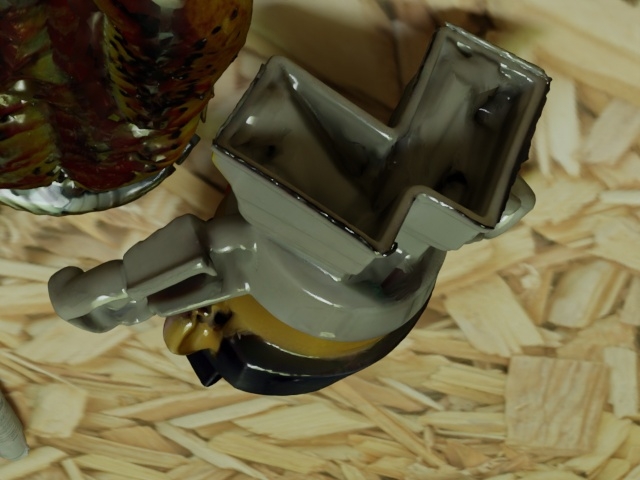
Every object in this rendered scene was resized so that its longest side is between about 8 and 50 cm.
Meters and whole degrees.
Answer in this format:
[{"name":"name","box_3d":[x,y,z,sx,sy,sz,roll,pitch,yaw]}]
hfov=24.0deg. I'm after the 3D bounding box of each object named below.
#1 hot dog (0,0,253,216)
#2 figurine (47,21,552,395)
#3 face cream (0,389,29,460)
[{"name":"hot dog","box_3d":[-0.123,-0.089,0.746,0.162,0.082,0.270,5,152,-13]},{"name":"figurine","box_3d":[-0.002,0.002,0.862,0.308,0.143,0.308,-4,153,-2]},{"name":"face cream","box_3d":[-0.263,0.150,1.226,0.034,0.034,0.130,-5,152,2]}]
